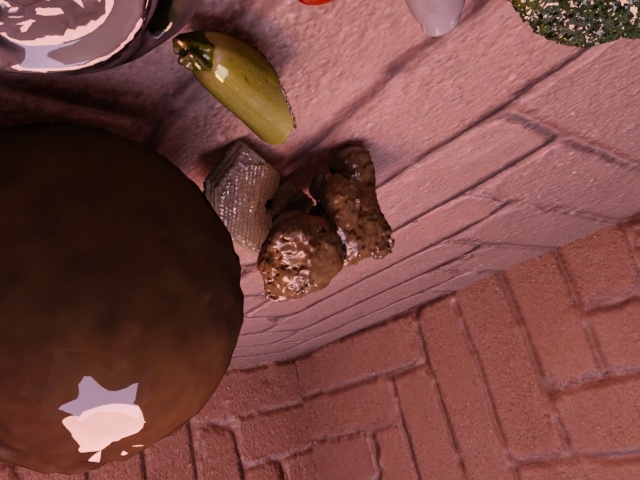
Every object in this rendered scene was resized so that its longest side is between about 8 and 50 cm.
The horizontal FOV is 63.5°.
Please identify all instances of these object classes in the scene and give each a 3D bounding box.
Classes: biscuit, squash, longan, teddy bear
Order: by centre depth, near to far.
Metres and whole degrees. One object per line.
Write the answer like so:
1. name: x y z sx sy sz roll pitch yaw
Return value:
1. squash: -0.090 -0.184 0.575 0.075 0.090 0.200 -29 157 14
2. longan: -0.308 0.056 0.638 0.436 0.404 0.404 34 149 -4
3. biscuit: -0.106 -0.057 0.874 0.147 0.046 0.250 -50 149 1
4. teddy bear: 0.000 0.000 0.880 0.256 0.156 0.267 -26 146 -29

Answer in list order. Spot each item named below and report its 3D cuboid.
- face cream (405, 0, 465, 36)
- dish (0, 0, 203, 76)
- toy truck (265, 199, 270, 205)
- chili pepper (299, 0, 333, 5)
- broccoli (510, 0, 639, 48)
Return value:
1. face cream: 0.071 -0.231 0.362 0.101 0.101 0.252 -19 159 14
2. dish: -0.214 -0.209 0.360 0.324 0.124 0.324 -12 161 -4
3. toy truck: -0.130 -0.064 0.941 0.054 0.049 0.083 -26 156 27
4. chili pepper: 0.003 -0.254 0.455 0.192 0.084 0.086 -17 145 -7
5. broccoli: 0.239 -0.281 0.386 0.241 0.261 0.269 -49 175 -20
